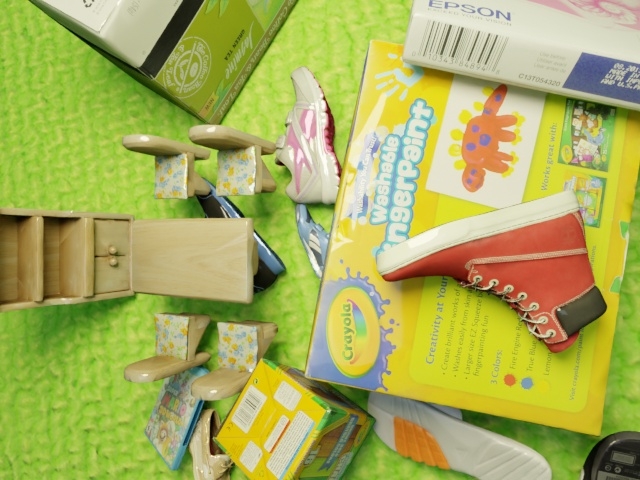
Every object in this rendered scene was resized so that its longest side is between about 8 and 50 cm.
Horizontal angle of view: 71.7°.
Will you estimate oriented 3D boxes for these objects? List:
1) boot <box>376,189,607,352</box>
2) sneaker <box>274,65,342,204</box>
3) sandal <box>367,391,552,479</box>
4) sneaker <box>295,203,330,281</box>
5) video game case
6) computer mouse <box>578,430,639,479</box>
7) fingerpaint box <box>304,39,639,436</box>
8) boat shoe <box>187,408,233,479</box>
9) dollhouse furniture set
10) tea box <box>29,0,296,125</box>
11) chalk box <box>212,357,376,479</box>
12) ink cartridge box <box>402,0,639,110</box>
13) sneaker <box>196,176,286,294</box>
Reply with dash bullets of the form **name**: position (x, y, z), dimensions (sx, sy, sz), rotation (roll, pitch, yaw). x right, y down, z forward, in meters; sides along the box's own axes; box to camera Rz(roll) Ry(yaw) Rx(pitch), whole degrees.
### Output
- **boot**: position (0.196, 0.056, 0.501), dimensions (0.244, 0.088, 0.176), rotation (-14, 88, -4)
- **sneaker**: position (-0.031, -0.175, 0.759), dimensions (0.111, 0.103, 0.252), rotation (-11, 81, 10)
- **sandal**: position (0.200, 0.289, 0.666), dimensions (0.265, 0.076, 0.101), rotation (15, 110, 25)
- **sneaker**: position (0.000, 0.000, 0.756), dimensions (0.059, 0.053, 0.144), rotation (-24, 92, 8)
- **video game case**: position (-0.248, 0.286, 0.769), dimensions (0.119, 0.015, 0.166), rotation (19, 87, 46)
- **computer mouse**: position (0.370, 0.379, 0.629), dimensions (0.184, 0.060, 0.261), rotation (4, 96, 9)
- **fingerpaint box**: position (0.200, -0.007, 0.628), dimensions (0.371, 0.163, 0.444), rotation (10, 86, 1)
- **boat shoe**: position (-0.178, 0.369, 0.748), dimensions (0.059, 0.063, 0.170), rotation (-25, 78, 15)
- **dollhouse furniture set**: position (-0.288, 0.027, 0.663), dimensions (0.394, 0.256, 0.361), rotation (1, 91, 26)
- **tea box**: position (-0.235, -0.420, 0.720), dimensions (0.220, 0.323, 0.329), rotation (33, 92, 15)
- **chalk box**: position (-0.019, 0.276, 0.646), dimensions (0.132, 0.213, 0.132), rotation (26, 82, 37)
- **ink cartridge box**: position (0.288, -0.313, 0.605), dimensions (0.324, 0.071, 0.330), rotation (12, 50, 3)
- **sneaker**: position (-0.164, -0.007, 0.781), dimensions (0.090, 0.081, 0.232), rotation (-41, 77, 0)
